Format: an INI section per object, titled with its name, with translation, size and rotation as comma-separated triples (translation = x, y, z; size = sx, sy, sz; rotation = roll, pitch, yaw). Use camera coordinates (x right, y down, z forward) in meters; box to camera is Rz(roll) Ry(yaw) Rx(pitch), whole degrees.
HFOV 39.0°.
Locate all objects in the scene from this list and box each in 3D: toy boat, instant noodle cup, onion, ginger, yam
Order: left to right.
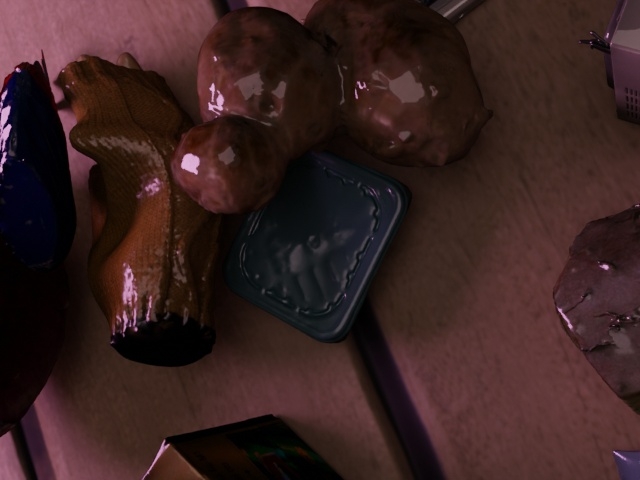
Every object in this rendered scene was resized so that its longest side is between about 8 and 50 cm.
[onion]
translation = -0.425, 0.059, 0.932
size = 0.285, 0.348, 0.347
rotation = -31, 70, 57
[toy boat]
translation = -0.292, -0.121, 0.948
size = 0.072, 0.219, 0.318
rotation = -2, 56, -9
[ginger]
translation = -0.007, -0.141, 0.868
size = 0.304, 0.155, 0.244
rotation = -18, 60, -8
[instant noodle cup]
translation = 0.000, 0.000, 0.935
size = 0.157, 0.070, 0.179
rotation = 27, 94, 21
[yam]
translation = 0.343, 0.044, 0.753
size = 0.271, 0.202, 0.201
rotation = -24, 55, 17

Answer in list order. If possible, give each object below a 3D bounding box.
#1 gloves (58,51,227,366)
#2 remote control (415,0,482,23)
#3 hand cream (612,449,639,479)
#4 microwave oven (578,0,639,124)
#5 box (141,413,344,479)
[gloves]
translation = -0.178, -0.042, 0.949
size = 0.155, 0.203, 0.356
rotation = -11, 72, -21
[remote control]
translation = 0.096, -0.310, 0.957
size = 0.087, 0.029, 0.190
rotation = -35, 74, 12
[hand cream]
translation = 0.354, 0.202, 0.803
size = 0.171, 0.043, 0.065
rotation = -18, 73, 21
[microwave oven]
translation = 0.336, -0.170, 0.745
size = 0.194, 0.240, 0.145
rotation = 24, 93, 20
[box]
translation = -0.050, 0.245, 0.833
size = 0.159, 0.240, 0.071
rotation = 37, 97, 19
